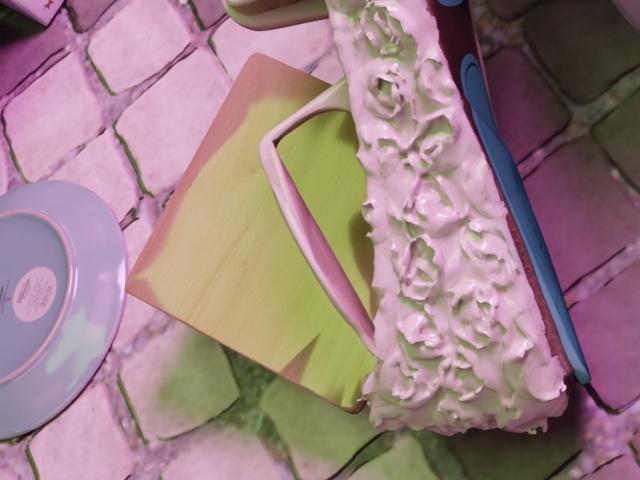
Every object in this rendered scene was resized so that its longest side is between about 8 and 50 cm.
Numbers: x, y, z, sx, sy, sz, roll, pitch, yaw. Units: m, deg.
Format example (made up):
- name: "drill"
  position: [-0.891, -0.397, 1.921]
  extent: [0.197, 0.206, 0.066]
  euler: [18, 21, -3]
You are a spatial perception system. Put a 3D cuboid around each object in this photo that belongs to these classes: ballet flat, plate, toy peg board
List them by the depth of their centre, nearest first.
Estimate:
- name: "ballet flat"
  position: [0.022, -0.090, 0.762]
  extent: [0.147, 0.147, 0.408]
  euler: [-15, 91, 27]
- name: "toy peg board"
  position: [0.000, 0.000, 0.892]
  extent: [0.161, 0.079, 0.161]
  euler: [26, 85, 23]
- name: "plate"
  position: [-0.211, 0.042, 1.032]
  extent: [0.188, 0.024, 0.188]
  euler: [-15, 61, 28]

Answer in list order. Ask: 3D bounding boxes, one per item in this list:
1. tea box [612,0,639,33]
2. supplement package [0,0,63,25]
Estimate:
- name: "tea box"
  position: [0.215, -0.354, 0.806]
  extent: [0.329, 0.220, 0.323]
  euler: [-31, 54, 19]
- name: "supplement package"
  position: [-0.260, -0.252, 1.145]
  extent: [0.179, 0.105, 0.105]
  euler: [29, 85, 38]
